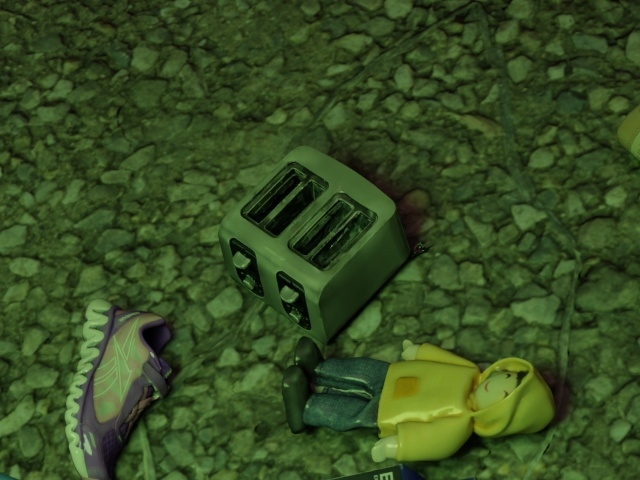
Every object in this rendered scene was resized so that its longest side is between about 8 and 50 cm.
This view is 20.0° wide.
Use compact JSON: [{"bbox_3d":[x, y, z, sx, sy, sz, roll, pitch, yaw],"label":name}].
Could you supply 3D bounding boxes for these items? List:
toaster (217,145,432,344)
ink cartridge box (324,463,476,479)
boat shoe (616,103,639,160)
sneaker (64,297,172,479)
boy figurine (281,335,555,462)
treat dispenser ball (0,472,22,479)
[{"bbox_3d":[0.000,0.000,2.074,0.168,0.110,0.185,35,70,29],"label":"toaster"},{"bbox_3d":[0.006,0.330,1.862,0.332,0.065,0.165,-13,51,5],"label":"ink cartridge box"},{"bbox_3d":[0.488,-0.206,2.083,0.341,0.122,0.110,-39,54,-12],"label":"boat shoe"},{"bbox_3d":[-0.222,0.168,2.036,0.104,0.095,0.236,1,53,7],"label":"sneaker"},{"bbox_3d":[0.104,0.171,1.927,0.285,0.092,0.177,3,38,22],"label":"boy figurine"},{"bbox_3d":[-0.359,0.370,1.794,0.288,0.288,0.288,-8,52,10],"label":"treat dispenser ball"}]
